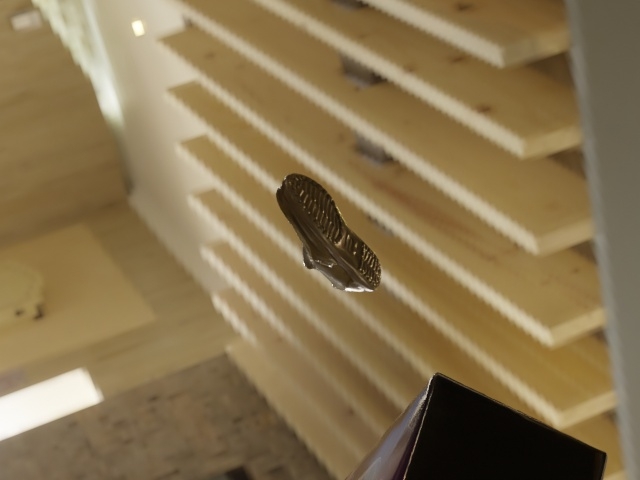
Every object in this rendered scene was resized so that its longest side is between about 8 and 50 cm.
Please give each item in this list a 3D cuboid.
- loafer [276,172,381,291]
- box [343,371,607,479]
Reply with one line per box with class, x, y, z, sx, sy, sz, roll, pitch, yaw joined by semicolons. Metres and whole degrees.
loafer;0.000;0.000;1.536;0.148;0.050;0.056;51;33;-27
box;0.028;0.223;0.777;0.184;0.103;0.261;120;-6;-50
